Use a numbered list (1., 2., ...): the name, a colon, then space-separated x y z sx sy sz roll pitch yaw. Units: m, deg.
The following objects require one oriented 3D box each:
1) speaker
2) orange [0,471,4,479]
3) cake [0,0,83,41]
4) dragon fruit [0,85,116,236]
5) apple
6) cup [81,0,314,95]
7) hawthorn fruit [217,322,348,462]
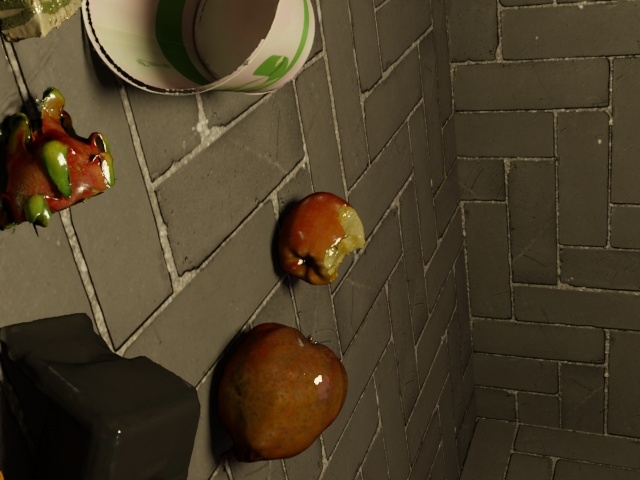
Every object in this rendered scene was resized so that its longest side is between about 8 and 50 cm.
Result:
1. speaker: -0.275 0.297 0.893 0.180 0.184 0.388 -2 105 -65
2. orange: -0.348 0.249 0.760 0.083 0.083 0.084 3 90 -67
3. cake: -0.308 -0.260 0.864 0.140 0.055 0.051 -82 162 -60
4. dragon fruit: -0.290 -0.077 0.832 0.175 0.138 0.142 67 -22 12
5. apple: -0.007 -0.002 1.452 0.158 0.147 0.156 -39 161 -48
6. cup: -0.134 -0.302 1.022 0.274 0.253 0.253 -18 109 -75
7. hawthorn fruit: -0.078 0.263 1.275 0.248 0.208 0.208 -58 151 -6
